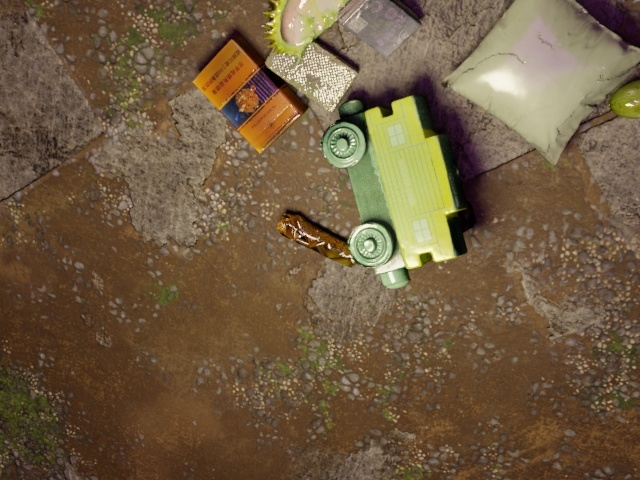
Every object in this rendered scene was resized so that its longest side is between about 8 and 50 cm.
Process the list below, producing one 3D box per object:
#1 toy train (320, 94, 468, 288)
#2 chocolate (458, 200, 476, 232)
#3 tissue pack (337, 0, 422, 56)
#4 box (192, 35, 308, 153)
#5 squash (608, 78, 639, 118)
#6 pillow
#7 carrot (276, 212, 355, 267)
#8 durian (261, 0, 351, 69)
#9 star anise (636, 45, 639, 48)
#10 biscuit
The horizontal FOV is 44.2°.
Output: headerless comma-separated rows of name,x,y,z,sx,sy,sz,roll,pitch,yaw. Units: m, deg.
toy train,0.179,-0.122,1.771,0.272,0.179,0.443,-16,89,20
chocolate,0.295,-0.064,1.858,0.148,0.080,0.125,12,116,11
tissue pack,0.128,-0.473,1.695,0.156,0.051,0.112,25,127,-40
box,-0.167,-0.343,1.867,0.237,0.070,0.152,45,116,-9
squash,0.699,-0.301,1.642,0.187,0.095,0.095,-17,108,25
pillow,0.469,-0.359,1.657,0.310,0.119,0.312,35,117,-4
carrot,0.000,0.001,1.976,0.228,0.069,0.069,27,117,1
durian,0.012,-0.535,1.675,0.351,0.158,0.169,-39,100,14
star anise,0.738,-0.449,1.582,0.212,0.053,0.157,4,115,16
biscuit,-0.022,-0.399,1.818,0.199,0.040,0.121,35,118,-1
